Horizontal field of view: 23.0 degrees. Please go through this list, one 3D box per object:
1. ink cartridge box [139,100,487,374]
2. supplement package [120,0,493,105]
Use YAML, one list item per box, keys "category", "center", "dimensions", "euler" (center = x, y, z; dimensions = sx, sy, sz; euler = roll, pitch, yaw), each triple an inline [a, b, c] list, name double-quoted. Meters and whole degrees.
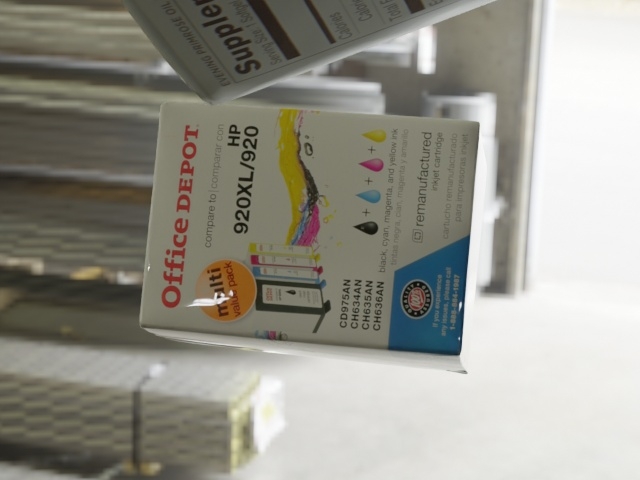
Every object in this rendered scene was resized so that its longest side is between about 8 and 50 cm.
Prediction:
- category: "ink cartridge box"
  center: [0.000, 0.000, 1.175]
  dimensions: [0.232, 0.171, 0.168]
  euler: [5, -7, 8]
- category: "supplement package"
  center: [0.050, -0.151, 0.328]
  dimensions: [0.244, 0.139, 0.134]
  euler: [-19, -27, 10]
